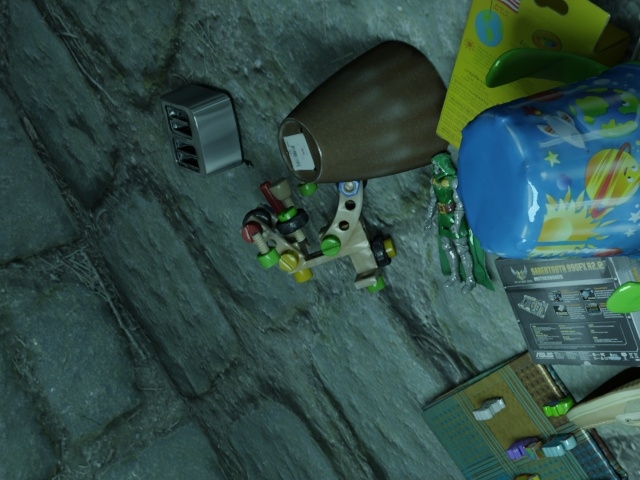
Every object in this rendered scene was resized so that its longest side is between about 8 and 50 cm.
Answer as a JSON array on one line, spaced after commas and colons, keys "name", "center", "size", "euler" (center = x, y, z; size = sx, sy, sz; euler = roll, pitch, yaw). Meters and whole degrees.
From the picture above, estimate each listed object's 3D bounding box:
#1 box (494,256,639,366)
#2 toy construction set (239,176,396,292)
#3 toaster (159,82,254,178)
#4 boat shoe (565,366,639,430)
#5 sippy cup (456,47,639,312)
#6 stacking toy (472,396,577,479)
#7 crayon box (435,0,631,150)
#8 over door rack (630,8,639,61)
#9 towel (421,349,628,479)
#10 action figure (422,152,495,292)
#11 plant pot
[{"name": "box", "center": [0.380, 0.093, 1.401], "size": [0.231, 0.056, 0.183], "euler": [-11, 103, 57]}, {"name": "toy construction set", "center": [0.000, 0.000, 1.769], "size": [0.237, 0.257, 0.309], "euler": [59, 171, -18]}, {"name": "toaster", "center": [-0.248, -0.232, 2.026], "size": [0.185, 0.110, 0.168], "euler": [24, 132, 46]}, {"name": "boat shoe", "center": [0.468, 0.229, 1.331], "size": [0.098, 0.109, 0.302], "euler": [59, 142, 6]}, {"name": "sippy cup", "center": [0.283, -0.076, 1.063], "size": [0.305, 0.224, 0.240], "euler": [-137, 41, -61]}, {"name": "stacking toy", "center": [0.364, 0.337, 1.556], "size": [0.221, 0.052, 0.167], "euler": [-20, 98, 54]}, {"name": "crayon box", "center": [0.283, -0.225, 1.283], "size": [0.202, 0.081, 0.318], "euler": [44, 144, 28]}, {"name": "over door rack", "center": [0.446, -0.093, 1.091], "size": [0.239, 0.108, 0.324], "euler": [98, 155, -43]}, {"name": "towel", "center": [0.345, 0.355, 1.669], "size": [0.271, 0.040, 0.370], "euler": [56, 146, 9]}, {"name": "action figure", "center": [0.214, -0.032, 1.553], "size": [0.137, 0.063, 0.232], "euler": [13, 120, 55]}, {"name": "plant pot", "center": [0.053, -0.179, 1.510], "size": [0.215, 0.230, 0.215], "euler": [35, 140, 37]}]
